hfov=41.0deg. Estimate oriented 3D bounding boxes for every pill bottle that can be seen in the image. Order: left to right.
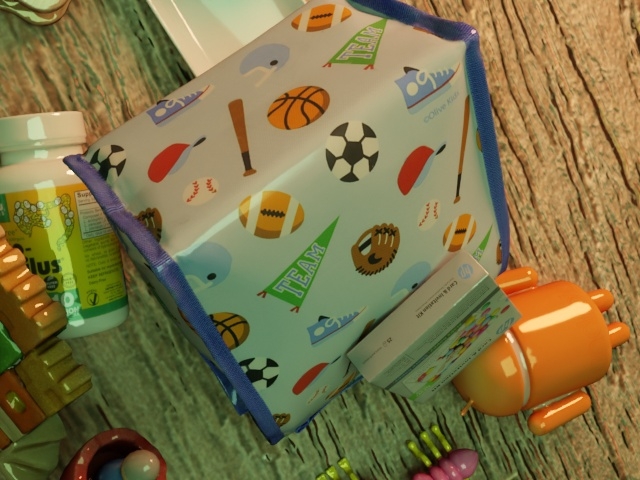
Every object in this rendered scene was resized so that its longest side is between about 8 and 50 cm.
[{"bbox_3d":[-0.257,-0.016,0.824,0.118,0.117,0.208,-9,97,-15],"label":"pill bottle"}]

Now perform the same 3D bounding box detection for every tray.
[{"bbox_3d":[-0.075,-0.212,0.907,0.145,0.030,0.270,-35,103,-10],"label":"tray"}]

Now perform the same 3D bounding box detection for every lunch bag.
[{"bbox_3d":[0.000,0.000,0.830,0.328,0.239,0.385,-37,136,-10],"label":"lunch bag"}]

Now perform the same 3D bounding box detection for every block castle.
[{"bbox_3d":[-0.352,0.118,0.656,0.453,0.213,0.303,52,40,-3],"label":"block castle"}]

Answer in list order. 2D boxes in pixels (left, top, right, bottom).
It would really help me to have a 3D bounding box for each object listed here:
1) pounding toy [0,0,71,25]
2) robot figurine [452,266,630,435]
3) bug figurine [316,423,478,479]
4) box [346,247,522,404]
[{"bbox_3d":[-0.244,-0.335,0.783,0.154,0.155,0.269,38,80,-17],"label":"pounding toy"},{"bbox_3d":[0.236,0.121,0.974,0.220,0.128,0.158,-18,112,-15],"label":"robot figurine"},{"bbox_3d":[0.127,0.349,0.988,0.216,0.072,0.279,-38,103,-10],"label":"bug figurine"},{"bbox_3d":[0.117,0.091,0.834,0.145,0.186,0.038,-43,64,5],"label":"box"}]
